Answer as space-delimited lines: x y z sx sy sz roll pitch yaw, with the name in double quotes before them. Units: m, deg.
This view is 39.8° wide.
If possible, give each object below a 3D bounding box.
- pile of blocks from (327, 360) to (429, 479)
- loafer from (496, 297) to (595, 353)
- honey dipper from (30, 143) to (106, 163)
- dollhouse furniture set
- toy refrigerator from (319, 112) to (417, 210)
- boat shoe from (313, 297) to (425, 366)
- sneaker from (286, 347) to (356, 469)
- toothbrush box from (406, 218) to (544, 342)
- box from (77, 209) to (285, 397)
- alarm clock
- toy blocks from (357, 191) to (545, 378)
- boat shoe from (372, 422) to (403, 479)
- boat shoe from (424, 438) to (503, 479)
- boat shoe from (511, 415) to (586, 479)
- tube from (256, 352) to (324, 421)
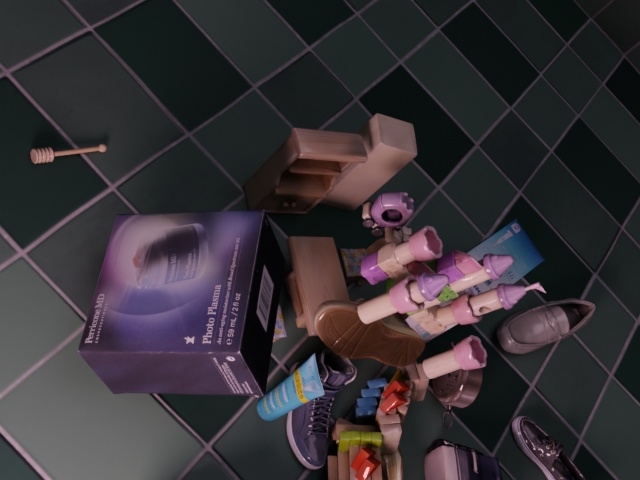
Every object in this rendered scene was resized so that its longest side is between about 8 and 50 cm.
"pile of blocks" 0.112 0.353 1.788 0.148 0.113 0.362 20 47 13
"loafer" 0.570 0.205 2.227 0.319 0.111 0.112 -15 73 -39
"honey dipper" -0.502 -0.179 1.778 0.160 0.030 0.031 -14 73 -40
"dollhouse furniture set" 0.000 0.000 1.863 0.362 0.256 0.394 1 64 -34
"toy refrigerator" 0.100 -0.178 2.026 0.102 0.269 0.094 12 57 -28
"boat shoe" 0.087 0.171 1.770 0.302 0.109 0.098 22 24 -42
"sneaker" 0.004 0.324 1.741 0.086 0.163 0.226 10 60 -32
"toothbrush box" 0.350 0.096 2.073 0.295 0.216 0.126 -28 81 -42
"box" -0.240 0.112 1.592 0.293 0.183 0.296 -2 55 13
"alarm clock" 0.297 0.324 1.971 0.064 0.129 0.192 13 84 -26
"toy blocks" 0.255 0.058 1.729 0.288 0.260 0.309 41 38 -33
"boat shoe" 0.126 0.443 1.825 0.072 0.068 0.190 9 46 -14
"boat shoe" 0.309 0.582 1.815 0.158 0.127 0.341 15 56 -18
"boat shoe" 0.540 0.500 2.057 0.080 0.076 0.229 -28 82 -41
"tube" -0.053 0.290 1.689 0.052 0.207 0.080 -2 64 -36
